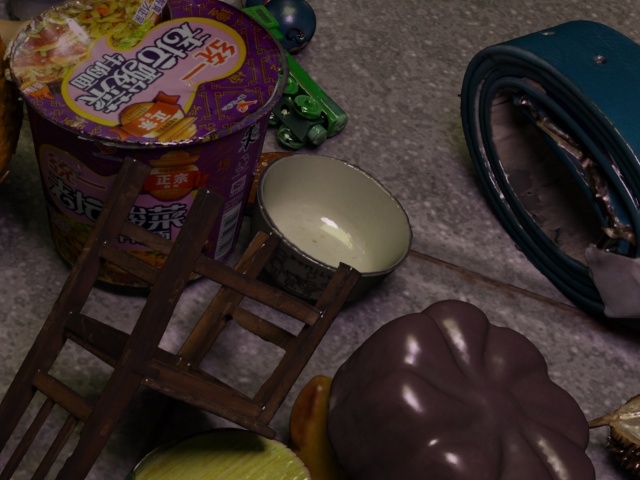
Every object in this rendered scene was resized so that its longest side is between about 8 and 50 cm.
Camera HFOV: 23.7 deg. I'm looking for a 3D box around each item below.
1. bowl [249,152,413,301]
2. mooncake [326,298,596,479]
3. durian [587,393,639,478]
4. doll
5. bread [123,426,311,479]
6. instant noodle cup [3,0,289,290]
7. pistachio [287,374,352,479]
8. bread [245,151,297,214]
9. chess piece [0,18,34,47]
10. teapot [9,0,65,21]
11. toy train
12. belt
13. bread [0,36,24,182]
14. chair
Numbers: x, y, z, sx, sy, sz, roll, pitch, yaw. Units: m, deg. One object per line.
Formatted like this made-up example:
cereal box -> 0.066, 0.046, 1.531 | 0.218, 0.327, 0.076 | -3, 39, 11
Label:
bowl -> 0.000, 0.000, 1.935 | 0.211, 0.112, 0.211 | 17, 40, -15
mooncake -> 0.160, 0.216, 1.679 | 0.306, 0.154, 0.306 | 22, 44, -23
durian -> 0.406, 0.240, 1.820 | 0.188, 0.091, 0.148 | 7, 33, 0
doll -> -0.060, -0.336, 2.290 | 0.114, 0.085, 0.152 | -28, 45, -16
bread -> -0.117, 0.301, 1.664 | 0.228, 0.033, 0.228 | -3, 45, 3
instant noodle cup -> -0.218, -0.120, 1.900 | 0.339, 0.266, 0.340 | 5, 41, -4
pistachio -> 0.026, 0.244, 1.731 | 0.110, 0.100, 0.189 | 3, 50, -34
bread -> -0.065, -0.078, 2.063 | 0.126, 0.044, 0.129 | 10, 48, -1
chess piece -> -0.504, -0.295, 2.138 | 0.397, 0.117, 0.117 | 23, 46, 7
teapot -> -0.395, -0.421, 2.179 | 0.183, 0.251, 0.183 | 5, 46, -5
toy train -> -0.061, -0.233, 2.173 | 0.251, 0.085, 0.119 | 49, 40, 17
belt -> 0.363, -0.092, 1.985 | 0.173, 0.300, 0.436 | -18, 55, -24
bread -> -0.563, -0.167, 1.854 | 0.398, 0.215, 0.398 | -10, 53, 14
chair -> -0.178, 0.155, 1.686 | 0.240, 0.416, 0.203 | 29, -4, -41
